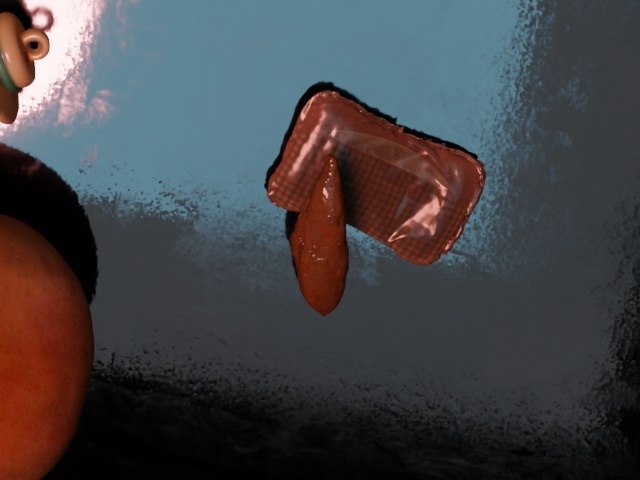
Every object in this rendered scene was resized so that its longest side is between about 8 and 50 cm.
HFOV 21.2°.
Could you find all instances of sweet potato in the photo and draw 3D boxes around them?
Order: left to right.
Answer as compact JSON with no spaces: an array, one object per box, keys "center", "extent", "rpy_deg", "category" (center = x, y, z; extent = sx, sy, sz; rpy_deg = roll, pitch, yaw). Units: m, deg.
[{"center":[0.000,0.000,1.738],"extent":[0.068,0.060,0.206],"rpy_deg":[25,131,20],"category":"sweet potato"}]

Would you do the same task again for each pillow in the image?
[{"center":[0.061,-0.062,1.758],"extent":[0.211,0.034,0.135],"rpy_deg":[23,103,-14],"category":"pillow"}]

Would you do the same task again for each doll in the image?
[{"center":[-0.416,-0.166,1.616],"extent":[0.271,0.144,0.208],"rpy_deg":[25,112,-18],"category":"doll"}]

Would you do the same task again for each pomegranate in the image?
[{"center":[-0.360,0.116,1.644],"extent":[0.319,0.319,0.319],"rpy_deg":[-2,107,-6],"category":"pomegranate"}]
